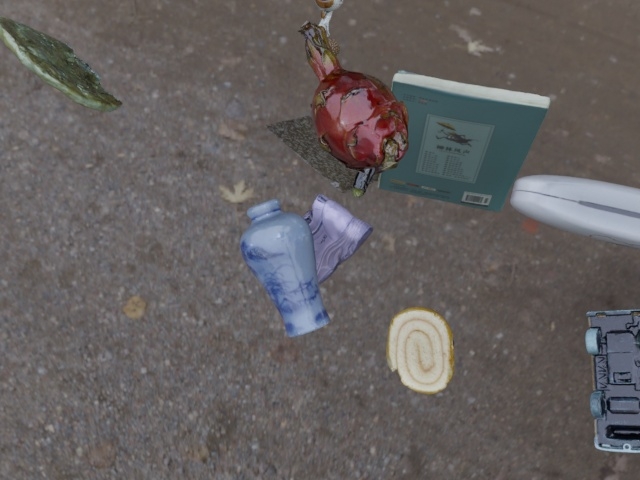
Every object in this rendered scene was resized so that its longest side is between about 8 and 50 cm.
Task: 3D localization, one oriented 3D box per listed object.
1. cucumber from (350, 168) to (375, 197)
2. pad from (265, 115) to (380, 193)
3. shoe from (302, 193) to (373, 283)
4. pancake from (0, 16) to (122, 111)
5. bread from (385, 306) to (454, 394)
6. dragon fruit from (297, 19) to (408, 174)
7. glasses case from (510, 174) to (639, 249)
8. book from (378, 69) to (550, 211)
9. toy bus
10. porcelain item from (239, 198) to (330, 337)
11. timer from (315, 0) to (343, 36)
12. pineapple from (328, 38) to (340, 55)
[{"bbox_3d":[0.096,-0.149,1.546,0.033,0.034,0.134,24,89,-13],"label":"cucumber"},{"bbox_3d":[0.010,-0.186,1.634,0.235,0.003,0.158,42,36,20],"label":"pad"},{"bbox_3d":[0.000,0.000,1.653,0.137,0.245,0.095,46,50,1],"label":"shoe"},{"bbox_3d":[-0.247,-0.166,0.717,0.129,0.116,0.022,46,104,29],"label":"pancake"},{"bbox_3d":[0.173,0.190,1.353,0.122,0.073,0.149,-2,87,14],"label":"bread"},{"bbox_3d":[0.034,-0.197,1.051,0.125,0.125,0.246,-22,78,-43],"label":"dragon fruit"},{"bbox_3d":[0.259,-0.020,0.658,0.193,0.074,0.049,13,91,9],"label":"glasses case"},{"bbox_3d":[0.246,-0.168,1.431,0.264,0.379,0.031,11,66,4],"label":"book"},{"bbox_3d":[0.627,0.286,1.575,0.139,0.167,0.275,-7,76,31],"label":"toy bus"},{"bbox_3d":[-0.065,0.050,1.478,0.141,0.141,0.259,-23,92,-21],"label":"porcelain item"},{"bbox_3d":[0.051,-0.541,1.563,0.175,0.175,0.266,24,59,10],"label":"timer"},{"bbox_3d":[0.000,-0.517,2.097,0.058,0.058,0.124,43,34,22],"label":"pineapple"}]
